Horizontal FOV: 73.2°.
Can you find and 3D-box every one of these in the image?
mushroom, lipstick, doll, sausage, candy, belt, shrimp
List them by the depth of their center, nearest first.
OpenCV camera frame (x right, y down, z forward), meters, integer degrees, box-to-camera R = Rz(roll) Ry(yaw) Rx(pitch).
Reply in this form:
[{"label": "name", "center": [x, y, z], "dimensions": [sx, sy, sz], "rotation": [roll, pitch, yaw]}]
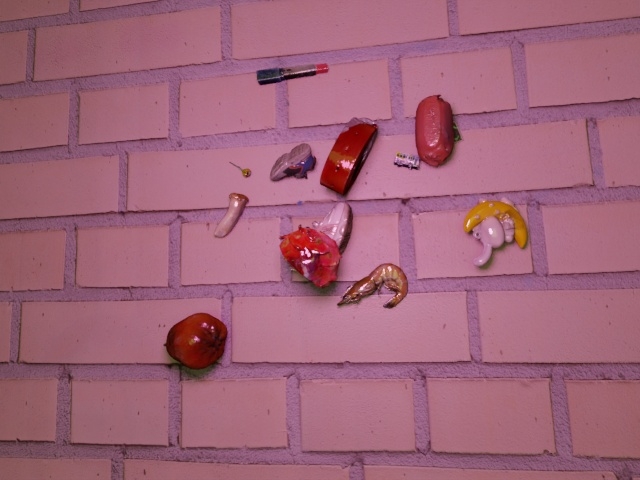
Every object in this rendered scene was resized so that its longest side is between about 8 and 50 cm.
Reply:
[{"label": "doll", "center": [0.661, -0.045, 1.649], "dimensions": [0.237, 0.111, 0.252], "rotation": [-13, 81, -9]}, {"label": "sausage", "center": [0.449, -0.436, 1.700], "dimensions": [0.151, 0.152, 0.280], "rotation": [-1, 83, 9]}, {"label": "belt", "center": [0.116, -0.338, 1.705], "dimensions": [0.115, 0.227, 0.324], "rotation": [27, 76, 8]}, {"label": "shrimp", "center": [0.213, 0.215, 1.716], "dimensions": [0.296, 0.058, 0.169], "rotation": [-34, 82, 0]}, {"label": "mushroom", "center": [-0.382, -0.106, 1.830], "dimensions": [0.071, 0.084, 0.209], "rotation": [29, 92, 31]}, {"label": "lipstick", "center": [-0.120, -0.729, 1.873], "dimensions": [0.311, 0.051, 0.051], "rotation": [-7, 82, 6]}, {"label": "candy", "center": [-0.351, -0.315, 1.873], "dimensions": [0.123, 0.035, 0.035], "rotation": [34, 58, 19]}]

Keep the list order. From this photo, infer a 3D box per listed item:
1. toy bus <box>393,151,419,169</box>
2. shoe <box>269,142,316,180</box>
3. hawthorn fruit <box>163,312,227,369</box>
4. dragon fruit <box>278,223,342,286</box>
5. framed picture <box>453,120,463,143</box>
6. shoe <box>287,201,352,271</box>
[{"label": "toy bus", "center": [0.353, -0.324, 1.753], "dimensions": [0.102, 0.052, 0.058], "rotation": [14, 87, 12]}, {"label": "shoe", "center": [-0.106, -0.307, 1.811], "dimensions": [0.227, 0.125, 0.099], "rotation": [-29, 42, 28]}, {"label": "hawthorn fruit", "center": [-0.513, 0.400, 1.729], "dimensions": [0.260, 0.224, 0.224], "rotation": [-5, 83, 23]}, {"label": "dragon fruit", "center": [-0.024, 0.045, 1.564], "dimensions": [0.274, 0.126, 0.161], "rotation": [41, 99, -4]}, {"label": "framed picture", "center": [0.538, -0.436, 1.760], "dimensions": [0.066, 0.006, 0.089], "rotation": [-20, 81, 6]}, {"label": "shoe", "center": [0.000, -0.001, 1.709], "dimensions": [0.198, 0.172, 0.351], "rotation": [21, 88, 10]}]
